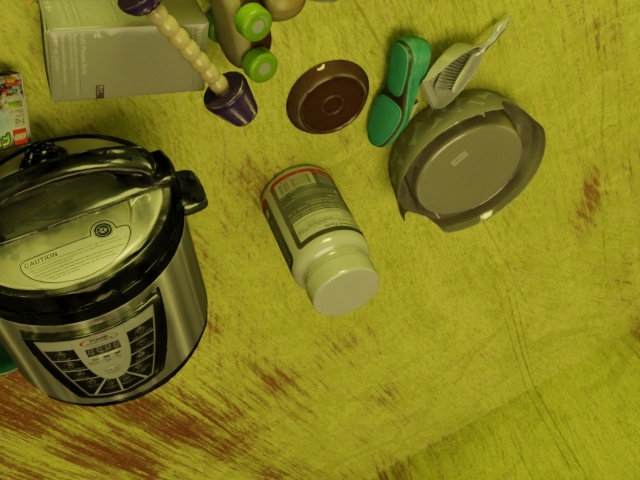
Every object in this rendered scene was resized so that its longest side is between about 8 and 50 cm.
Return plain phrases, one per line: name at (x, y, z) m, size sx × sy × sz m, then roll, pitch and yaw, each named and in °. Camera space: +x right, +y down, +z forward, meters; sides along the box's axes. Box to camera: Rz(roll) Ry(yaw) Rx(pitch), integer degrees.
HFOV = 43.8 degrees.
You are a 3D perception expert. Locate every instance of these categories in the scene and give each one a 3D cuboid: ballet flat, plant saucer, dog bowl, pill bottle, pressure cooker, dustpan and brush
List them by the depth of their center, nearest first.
pressure cooker at (-0.395, 0.032, 1.314) m, size 0.375 × 0.370 × 0.420 m, roll 16°, pitch 142°, yaw 16°
plant saucer at (0.019, -0.260, 1.492) m, size 0.168 × 0.029 × 0.168 m, roll -17°, pitch 142°, yaw -14°
dustpan and brush at (0.282, -0.346, 1.511) m, size 0.211 × 0.060 × 0.147 m, roll -57°, pitch 159°, yaw 0°
ballet flat at (0.158, -0.279, 1.514) m, size 0.087 × 0.083 × 0.247 m, roll -22°, pitch 146°, yaw -30°
pill bottle at (0.000, 0.000, 1.570) m, size 0.161 × 0.283 × 0.161 m, roll -16°, pitch 141°, yaw -13°
dog bowl at (0.302, -0.171, 1.702) m, size 0.348 × 0.102 × 0.349 m, roll -17°, pitch 141°, yaw -14°

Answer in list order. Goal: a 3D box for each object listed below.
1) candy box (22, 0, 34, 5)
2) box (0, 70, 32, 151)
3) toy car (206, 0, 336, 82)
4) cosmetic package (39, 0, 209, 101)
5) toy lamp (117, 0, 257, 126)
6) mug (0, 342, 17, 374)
candy box at (-0.440, -0.390, 1.005) m, size 0.053 × 0.109 × 0.186 m, roll -41°, pitch 140°, yaw 17°
box at (-0.524, -0.174, 1.155) m, size 0.207 × 0.036 × 0.114 m, roll -28°, pitch 124°, yaw -48°
toy car at (-0.072, -0.362, 1.236) m, size 0.188 × 0.155 × 0.149 m, roll -29°, pitch 144°, yaw -18°
cosmetic package at (-0.296, -0.293, 1.208) m, size 0.237 × 0.107 × 0.127 m, roll -8°, pitch 135°, yaw -19°
toy lamp at (-0.182, -0.268, 1.168) m, size 0.080 × 0.080 × 0.275 m, roll -33°, pitch 136°, yaw 7°
mug at (-0.627, 0.182, 1.561) m, size 0.157 × 0.097 × 0.129 m, roll -29°, pitch 142°, yaw 1°
